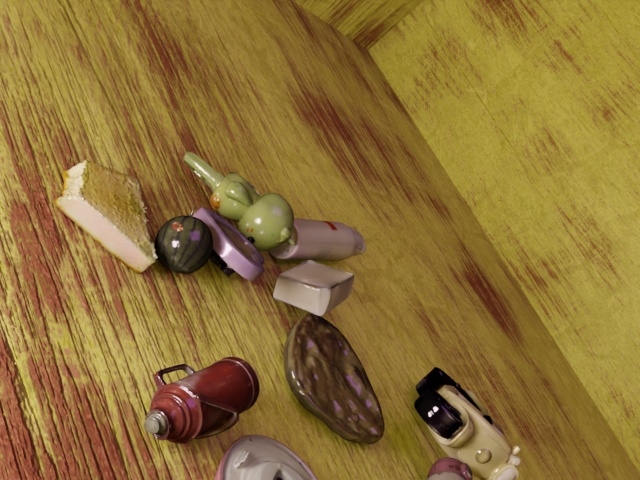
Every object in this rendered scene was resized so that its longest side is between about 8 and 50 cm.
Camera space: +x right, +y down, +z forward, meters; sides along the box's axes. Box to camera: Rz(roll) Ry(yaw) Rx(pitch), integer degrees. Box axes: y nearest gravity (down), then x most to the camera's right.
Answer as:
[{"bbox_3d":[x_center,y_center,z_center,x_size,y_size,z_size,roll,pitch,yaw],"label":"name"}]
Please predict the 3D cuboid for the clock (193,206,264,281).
[{"bbox_3d":[-0.190,0.012,1.550,0.172,0.064,0.198,43,4,-11],"label":"clock"}]

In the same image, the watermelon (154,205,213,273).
[{"bbox_3d":[-0.245,-0.004,1.434,0.105,0.105,0.133,34,57,-35],"label":"watermelon"}]

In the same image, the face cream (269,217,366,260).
[{"bbox_3d":[0.000,0.000,1.902,0.102,0.102,0.346,59,24,18],"label":"face cream"}]

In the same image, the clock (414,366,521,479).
[{"bbox_3d":[0.327,0.415,1.776,0.276,0.120,0.379,44,9,4],"label":"clock"}]

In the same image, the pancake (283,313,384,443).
[{"bbox_3d":[0.024,0.278,1.595,0.294,0.049,0.294,40,26,-25],"label":"pancake"}]

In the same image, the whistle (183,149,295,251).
[{"bbox_3d":[-0.181,-0.071,1.689,0.294,0.141,0.141,27,26,-5],"label":"whistle"}]

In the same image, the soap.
[{"bbox_3d":[-0.010,0.099,1.716,0.122,0.063,0.183,18,15,18],"label":"soap"}]

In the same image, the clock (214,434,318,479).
[{"bbox_3d":[-0.065,0.413,1.219,0.244,0.056,0.244,41,25,-24],"label":"clock"}]

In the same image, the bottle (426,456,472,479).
[{"bbox_3d":[0.252,0.527,1.564,0.110,0.110,0.233,47,23,-8],"label":"bottle"}]

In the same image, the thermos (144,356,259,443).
[{"bbox_3d":[-0.190,0.242,1.189,0.124,0.099,0.232,59,23,10],"label":"thermos"}]

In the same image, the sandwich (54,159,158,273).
[{"bbox_3d":[-0.372,-0.047,1.347,0.162,0.058,0.192,20,39,-47],"label":"sandwich"}]
